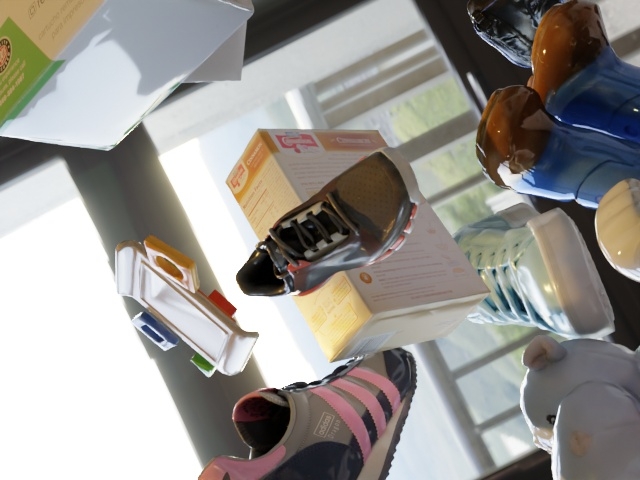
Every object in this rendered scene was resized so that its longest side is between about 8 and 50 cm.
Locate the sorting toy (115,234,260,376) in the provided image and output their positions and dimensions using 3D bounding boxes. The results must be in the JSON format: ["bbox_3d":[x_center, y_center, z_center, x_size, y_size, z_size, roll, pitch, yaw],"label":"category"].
[{"bbox_3d":[-0.161,0.078,1.091,0.196,0.047,0.348,36,155,3],"label":"sorting toy"}]

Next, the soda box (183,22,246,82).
[{"bbox_3d":[-0.104,-0.257,0.805,0.074,0.069,0.216,-128,39,-49],"label":"soda box"}]

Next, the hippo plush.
[{"bbox_3d":[0.289,0.113,0.730,0.294,0.236,0.234,-91,-5,-54],"label":"hippo plush"}]

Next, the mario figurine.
[{"bbox_3d":[0.256,-0.055,0.474,0.320,0.198,0.170,22,-172,24],"label":"mario figurine"}]

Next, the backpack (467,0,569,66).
[{"bbox_3d":[0.250,-0.280,1.085,0.114,0.105,0.084,35,-147,-27],"label":"backpack"}]

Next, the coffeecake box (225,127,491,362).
[{"bbox_3d":[0.029,-0.004,0.727,0.142,0.068,0.186,-6,-125,-42],"label":"coffeecake box"}]

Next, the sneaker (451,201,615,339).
[{"bbox_3d":[0.194,0.049,0.924,0.135,0.150,0.366,64,-176,-2],"label":"sneaker"}]

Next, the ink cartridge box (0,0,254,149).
[{"bbox_3d":[-0.146,-0.192,0.540,0.092,0.160,0.220,2,-118,-46],"label":"ink cartridge box"}]

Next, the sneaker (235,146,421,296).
[{"bbox_3d":[0.000,0.000,0.562,0.064,0.158,0.061,-18,-109,-45],"label":"sneaker"}]

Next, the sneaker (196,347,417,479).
[{"bbox_3d":[-0.001,0.152,0.775,0.131,0.112,0.319,35,-158,0],"label":"sneaker"}]
